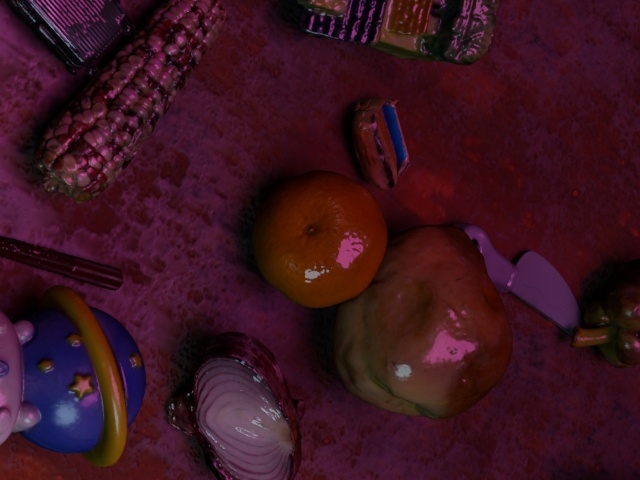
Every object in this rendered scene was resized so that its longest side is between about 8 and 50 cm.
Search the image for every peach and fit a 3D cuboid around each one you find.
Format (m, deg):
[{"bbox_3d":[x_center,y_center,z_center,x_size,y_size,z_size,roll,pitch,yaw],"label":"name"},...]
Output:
[{"bbox_3d":[0.127,0.092,1.954,0.214,0.214,0.235,21,81,-39],"label":"peach"}]

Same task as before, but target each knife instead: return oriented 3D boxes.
[{"bbox_3d":[0.268,0.050,2.172,0.331,0.044,0.080,27,75,-45],"label":"knife"}]

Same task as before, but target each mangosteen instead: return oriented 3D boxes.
[{"bbox_3d":[0.440,0.111,2.244,0.181,0.145,0.156,-36,126,-32],"label":"mangosteen"}]

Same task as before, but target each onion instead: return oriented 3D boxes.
[{"bbox_3d":[-0.089,0.187,1.879,0.098,0.151,0.206,-62,150,-54],"label":"onion"}]

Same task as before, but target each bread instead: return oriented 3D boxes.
[{"bbox_3d":[0.068,-0.118,1.967,0.072,0.053,0.106,-52,132,-47],"label":"bread"}]

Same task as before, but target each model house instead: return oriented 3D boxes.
[{"bbox_3d":[0.079,-0.312,1.859,0.211,0.170,0.194,8,96,-38],"label":"model house"}]

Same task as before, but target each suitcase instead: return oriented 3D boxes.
[{"bbox_3d":[-0.259,-0.237,1.678,0.086,0.059,0.126,-53,124,-19],"label":"suitcase"}]

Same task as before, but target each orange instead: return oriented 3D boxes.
[{"bbox_3d":[0.000,0.000,1.879,0.159,0.159,0.136,-66,165,-8],"label":"orange"}]

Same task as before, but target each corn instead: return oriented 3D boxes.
[{"bbox_3d":[-0.200,-0.159,1.722,0.092,0.092,0.280,48,67,-34],"label":"corn"}]

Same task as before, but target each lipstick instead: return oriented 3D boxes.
[{"bbox_3d":[-0.287,0.021,1.729,0.176,0.027,0.027,19,88,-39],"label":"lipstick"}]

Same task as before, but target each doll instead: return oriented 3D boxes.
[{"bbox_3d":[-0.313,0.115,1.673,0.242,0.159,0.311,-21,88,-20],"label":"doll"}]
